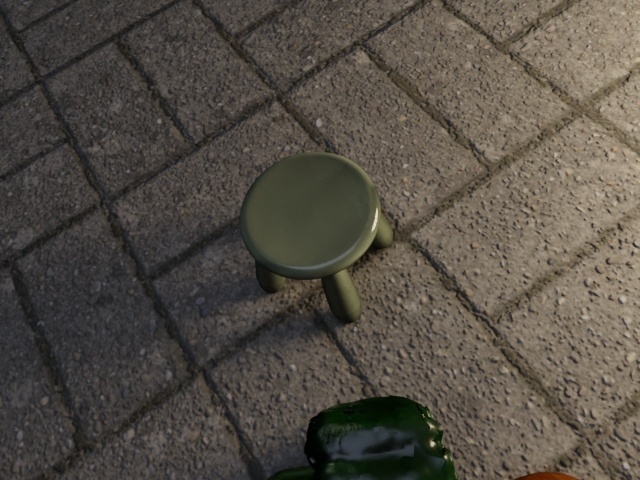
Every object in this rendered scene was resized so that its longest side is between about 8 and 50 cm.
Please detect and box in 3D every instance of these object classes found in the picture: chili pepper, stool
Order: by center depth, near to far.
[{"bbox_3d":[0.036,0.297,0.655,0.261,0.165,0.173,-15,75,5],"label":"chili pepper"},{"bbox_3d":[0.000,0.000,0.784,0.195,0.198,0.195,18,68,20],"label":"stool"}]

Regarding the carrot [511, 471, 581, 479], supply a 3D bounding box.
[{"bbox_3d":[0.247,0.358,0.563,0.331,0.193,0.214,-16,80,-9],"label":"carrot"}]
